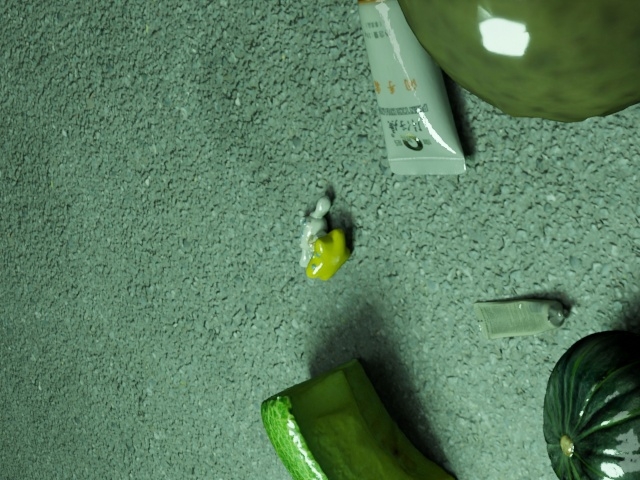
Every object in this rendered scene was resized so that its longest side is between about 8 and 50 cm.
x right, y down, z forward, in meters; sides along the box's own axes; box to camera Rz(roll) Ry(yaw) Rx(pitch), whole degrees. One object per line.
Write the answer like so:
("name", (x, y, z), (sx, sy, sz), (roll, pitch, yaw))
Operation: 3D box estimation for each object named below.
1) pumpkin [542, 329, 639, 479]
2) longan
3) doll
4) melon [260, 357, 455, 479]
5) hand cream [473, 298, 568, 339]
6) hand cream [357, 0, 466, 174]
("pumpkin", (0.389, 0.230, 1.412), (0.250, 0.216, 0.250), (60, 168, 21))
("longan", (0.263, -0.316, 1.199), (0.391, 0.391, 0.391), (18, 118, 38))
("doll", (0.002, -0.006, 1.796), (0.113, 0.071, 0.135), (29, 120, 55))
("melon", (0.074, 0.354, 1.769), (0.343, 0.226, 0.331), (62, 175, 7))
("hand cream", (0.279, 0.108, 1.593), (0.165, 0.037, 0.057), (-11, 98, 53))
("hand cream", (0.115, -0.238, 1.579), (0.139, 0.089, 0.314), (0, 113, 46))
